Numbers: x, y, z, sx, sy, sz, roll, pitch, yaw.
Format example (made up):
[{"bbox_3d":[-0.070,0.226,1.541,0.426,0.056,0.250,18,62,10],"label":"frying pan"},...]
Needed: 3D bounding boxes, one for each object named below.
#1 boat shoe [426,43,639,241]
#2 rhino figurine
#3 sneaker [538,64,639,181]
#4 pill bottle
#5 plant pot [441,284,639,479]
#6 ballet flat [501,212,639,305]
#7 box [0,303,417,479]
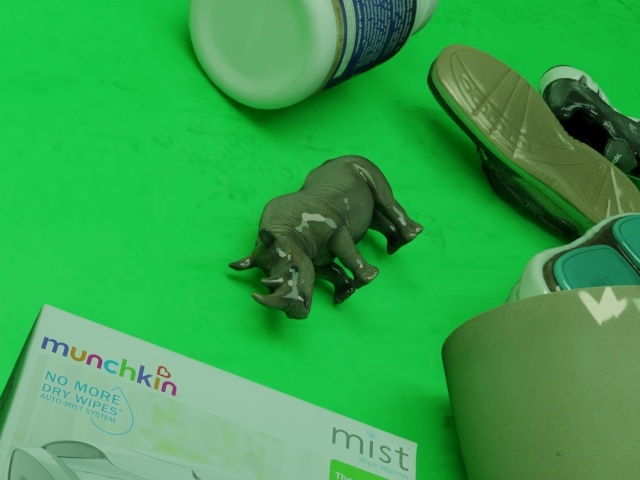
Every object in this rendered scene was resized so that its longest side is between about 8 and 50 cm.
[{"bbox_3d":[0.212,-0.088,1.495,0.285,0.092,0.103,37,55,-14],"label":"boat shoe"},{"bbox_3d":[0.000,0.000,1.210,0.106,0.073,0.243,49,36,0],"label":"rhino figurine"},{"bbox_3d":[0.349,-0.106,1.668,0.234,0.078,0.106,33,39,-10],"label":"sneaker"},{"bbox_3d":[0.005,-0.228,1.374,0.153,0.153,0.265,49,36,6],"label":"pill bottle"},{"bbox_3d":[0.229,0.210,1.108,0.256,0.256,0.274,17,59,-33],"label":"plant pot"},{"bbox_3d":[0.275,0.058,1.381,0.400,0.139,0.139,-11,62,-55],"label":"ballet flat"},{"bbox_3d":[-0.085,0.196,0.847,0.262,0.127,0.231,22,38,-12],"label":"box"}]
